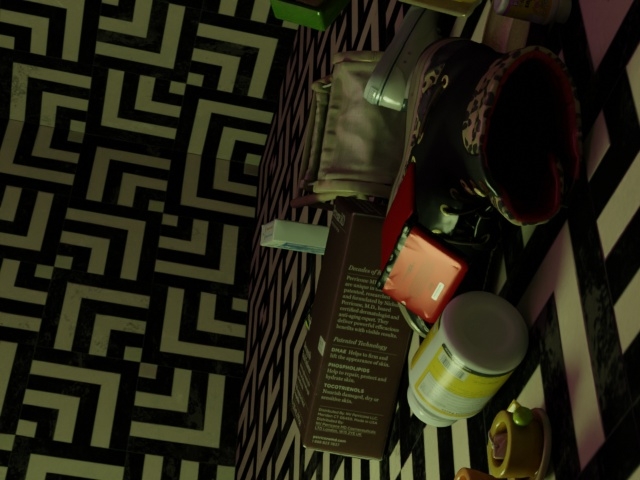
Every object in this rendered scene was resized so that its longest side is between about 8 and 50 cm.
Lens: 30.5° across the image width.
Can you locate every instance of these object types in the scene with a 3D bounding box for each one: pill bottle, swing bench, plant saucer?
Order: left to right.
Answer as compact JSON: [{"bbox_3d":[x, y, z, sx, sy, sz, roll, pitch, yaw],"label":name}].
[{"bbox_3d":[0.065,-0.185,2.100,0.254,0.165,0.253,141,139,-75],"label":"swing bench"},{"bbox_3d":[0.162,0.144,1.354,0.184,0.103,0.103,114,164,-55],"label":"pill bottle"},{"bbox_3d":[0.247,-0.260,1.481,0.198,0.036,0.199,-170,90,-80],"label":"plant saucer"},{"bbox_3d":[0.246,-0.275,1.357,0.043,0.083,0.043,-170,90,-80],"label":"pill bottle"}]

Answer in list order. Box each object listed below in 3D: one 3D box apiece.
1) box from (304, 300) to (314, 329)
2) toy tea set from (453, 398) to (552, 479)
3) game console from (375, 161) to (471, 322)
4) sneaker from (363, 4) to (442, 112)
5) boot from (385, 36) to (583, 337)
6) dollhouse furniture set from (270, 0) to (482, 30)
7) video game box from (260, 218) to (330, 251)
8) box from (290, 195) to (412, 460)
[{"bbox_3d":[0.035,0.157,2.118,0.191,0.045,0.184,-108,29,-42],"label":"box"},{"bbox_3d":[0.139,0.317,1.236,0.336,0.124,0.200,110,166,-45],"label":"toy tea set"},{"bbox_3d":[0.118,0.005,1.334,0.085,0.124,0.144,-50,-11,-32],"label":"game console"},{"bbox_3d":[0.161,-0.310,1.913,0.258,0.091,0.094,-61,-3,-22],"label":"sneaker"},{"bbox_3d":[0.183,-0.050,1.343,0.284,0.138,0.377,-154,70,-75],"label":"boot"},{"bbox_3d":[0.073,-0.411,1.703,0.151,0.301,0.198,-51,-34,-29],"label":"dollhouse furniture set"},{"bbox_3d":[0.000,0.000,2.160,0.187,0.205,0.048,177,102,-81],"label":"video game box"},{"bbox_3d":[0.061,0.134,1.867,0.191,0.143,0.381,-128,51,-78],"label":"box"}]
